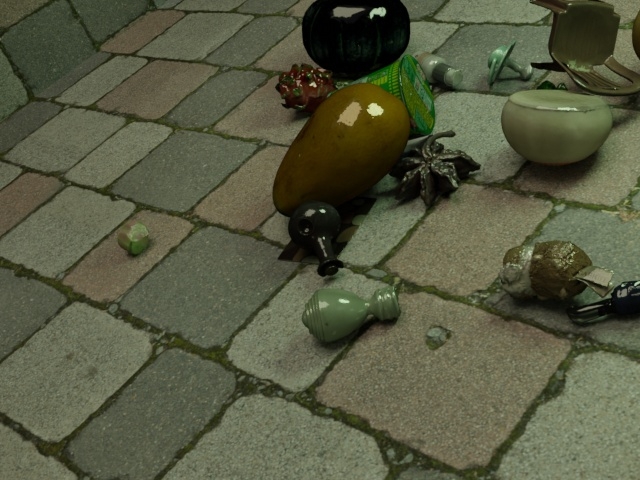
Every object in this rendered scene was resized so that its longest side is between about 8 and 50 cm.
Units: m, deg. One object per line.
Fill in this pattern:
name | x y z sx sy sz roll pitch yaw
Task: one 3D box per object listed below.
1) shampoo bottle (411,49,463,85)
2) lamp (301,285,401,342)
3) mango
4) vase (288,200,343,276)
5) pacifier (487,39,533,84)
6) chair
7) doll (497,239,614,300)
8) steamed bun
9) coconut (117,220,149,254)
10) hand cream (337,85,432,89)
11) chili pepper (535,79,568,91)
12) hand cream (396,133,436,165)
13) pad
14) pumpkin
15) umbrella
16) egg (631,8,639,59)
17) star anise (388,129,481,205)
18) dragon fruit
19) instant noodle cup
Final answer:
shampoo bottle | 0.312 -0.455 2.306 0.074 0.074 0.192 -34 38 -13
lamp | 0.059 0.138 1.673 0.193 0.106 0.106 -10 37 4
mango | 0.039 -0.198 1.983 0.378 0.221 0.264 -44 14 9
vase | 0.000 0.000 1.872 0.120 0.120 0.183 -23 52 2
pacifier | 0.482 -0.439 2.185 0.117 0.126 0.150 30 21 7
chair | 0.606 -0.451 1.963 0.176 0.183 0.326 -1 21 -12
doll | 0.419 0.052 1.534 0.115 0.105 0.221 -21 9 -38
steamed bun | 0.502 -0.236 1.841 0.232 0.145 0.232 1 20 0
coconut | -0.474 -0.011 2.186 0.082 0.083 0.081 -23 40 -40
hand cream | 0.171 -0.377 2.299 0.248 0.083 0.133 2 42 16
chili pepper | 0.534 -0.335 2.006 0.073 0.050 0.182 -51 9 11
hand cream | 0.210 -0.216 2.067 0.142 0.084 0.053 -17 73 14
pad | 0.018 -0.028 1.986 0.158 0.003 0.235 5 44 35
pumpkin | 0.100 -0.591 2.476 0.315 0.238 0.315 -4 27 2
umbrella | 0.549 0.099 1.473 0.248 0.071 0.071 -24 34 14
egg | 0.842 -0.480 1.874 0.322 0.250 0.250 -20 35 5
star anise | 0.256 -0.174 1.961 0.209 0.089 0.231 -12 45 9
dragon fruit | -0.013 -0.432 2.433 0.236 0.135 0.137 -13 32 -22
instant noodle cup | 0.141 -0.334 2.160 0.233 0.207 0.207 -12 37 27
